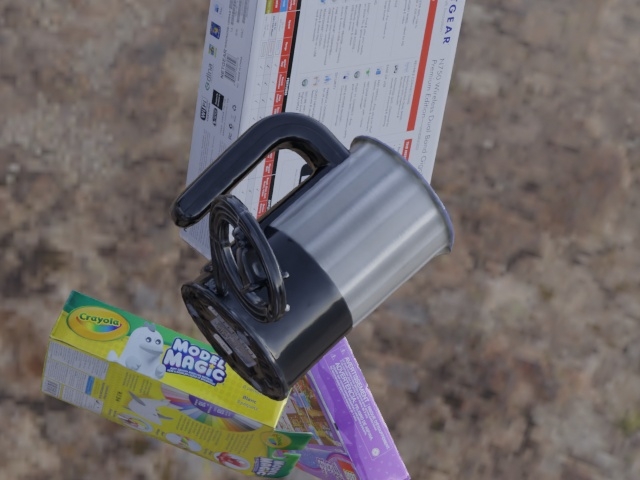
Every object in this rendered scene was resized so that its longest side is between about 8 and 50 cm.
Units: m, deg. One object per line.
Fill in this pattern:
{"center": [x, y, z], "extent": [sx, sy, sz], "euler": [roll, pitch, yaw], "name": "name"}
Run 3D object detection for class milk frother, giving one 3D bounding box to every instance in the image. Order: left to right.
{"center": [0.000, 0.000, 0.958], "extent": [0.135, 0.129, 0.143], "euler": [-42, 20, -18], "name": "milk frother"}

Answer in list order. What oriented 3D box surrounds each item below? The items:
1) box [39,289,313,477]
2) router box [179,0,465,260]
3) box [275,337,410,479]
{"center": [-0.092, 0.099, 1.180], "extent": [0.179, 0.105, 0.043], "euler": [24, 63, -1], "name": "box"}
{"center": [0.006, -0.155, 1.999], "extent": [0.301, 0.335, 0.082], "euler": [-11, 33, -37], "name": "router box"}
{"center": [-0.016, 0.175, 2.045], "extent": [0.057, 0.201, 0.293], "euler": [-28, 12, -18], "name": "box"}
